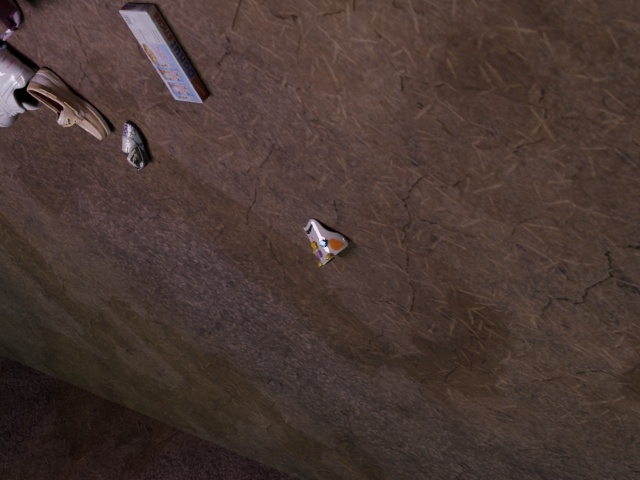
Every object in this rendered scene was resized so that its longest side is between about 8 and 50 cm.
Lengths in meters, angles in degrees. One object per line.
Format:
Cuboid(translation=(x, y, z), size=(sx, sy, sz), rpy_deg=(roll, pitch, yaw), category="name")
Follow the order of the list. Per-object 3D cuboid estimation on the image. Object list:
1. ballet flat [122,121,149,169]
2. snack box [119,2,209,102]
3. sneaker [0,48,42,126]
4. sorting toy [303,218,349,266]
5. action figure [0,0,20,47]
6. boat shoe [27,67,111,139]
Cuboid(translation=(-0.341, -0.167, 1.798), size=(0.041, 0.041, 0.114), rpy_deg=(24, 152, 22), category="ballet flat")
Cuboid(translation=(-0.234, -0.281, 1.492), size=(0.064, 0.022, 0.178), rpy_deg=(12, 146, 37), category="snack box")
Cuboid(translation=(-0.581, -0.267, 1.862), size=(0.115, 0.090, 0.232), rpy_deg=(31, 156, -1), category="sneaker")
Cuboid(translation=(0.000, 0.000, 1.689), size=(0.075, 0.045, 0.083), rpy_deg=(53, 155, 5), category="sorting toy")
Cuboid(translation=(-0.594, -0.457, 1.510), size=(0.248, 0.275, 0.370), rpy_deg=(-21, 110, 17), category="action figure")
Cuboid(translation=(-0.461, -0.236, 1.799), size=(0.170, 0.059, 0.063), rpy_deg=(42, 154, -14), category="boat shoe")
